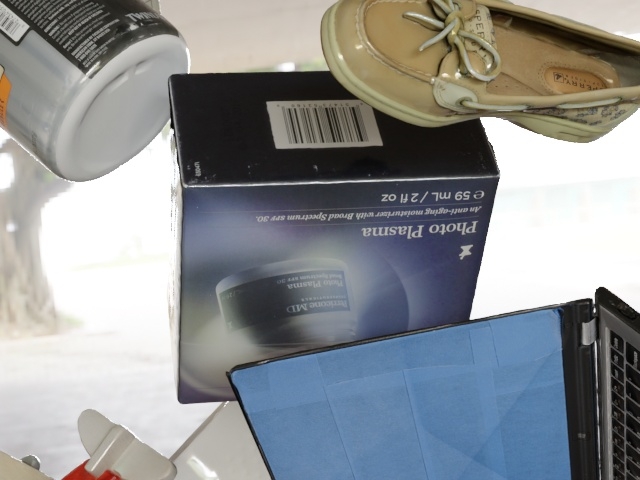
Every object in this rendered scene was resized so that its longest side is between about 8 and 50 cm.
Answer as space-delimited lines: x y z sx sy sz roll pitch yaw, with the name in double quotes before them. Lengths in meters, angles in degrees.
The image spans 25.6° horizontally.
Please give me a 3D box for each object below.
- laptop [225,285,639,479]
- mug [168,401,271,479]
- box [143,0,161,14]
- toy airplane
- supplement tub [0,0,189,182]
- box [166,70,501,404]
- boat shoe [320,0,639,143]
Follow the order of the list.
"laptop" 0.181 0.241 1.067 0.236 0.382 0.408 -39 55 -17
"mug" -0.120 0.463 2.236 0.276 0.328 0.374 -47 0 33
"box" -0.285 -0.264 1.689 0.127 0.232 0.149 28 48 36
"toy airplane" -0.372 0.446 2.080 0.384 0.272 0.386 -8 42 -1
"supplement tub" -0.304 -0.220 1.443 0.316 0.193 0.193 40 19 19
"box" 0.000 0.000 1.395 0.296 0.294 0.182 -2 43 -9
"boat shoe" 0.133 -0.141 1.049 0.285 0.104 0.089 4 -20 -32
